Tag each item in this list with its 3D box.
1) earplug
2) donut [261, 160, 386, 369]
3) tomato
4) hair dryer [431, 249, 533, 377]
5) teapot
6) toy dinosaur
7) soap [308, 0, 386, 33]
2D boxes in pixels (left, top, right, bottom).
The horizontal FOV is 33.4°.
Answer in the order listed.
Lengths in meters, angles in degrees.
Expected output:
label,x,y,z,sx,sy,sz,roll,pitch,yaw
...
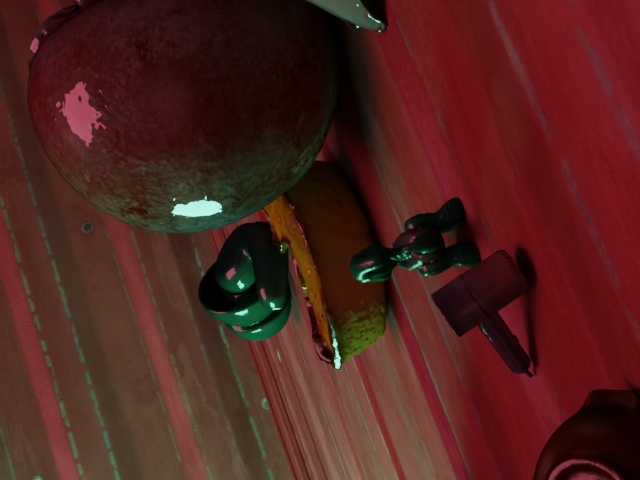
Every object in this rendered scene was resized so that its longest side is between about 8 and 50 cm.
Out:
label,x,y,z,sx,sy,sz,roll,pitch,yaw
earplug,-0.105,0.080,1.863,0.257,0.164,0.280,16,147,33
donut,0.002,0.003,1.206,0.152,0.101,0.259,100,151,-67
tomato,-0.135,-0.161,1.074,0.283,0.316,0.316,59,175,-21
hair dryer,0.135,0.063,0.783,0.114,0.063,0.037,53,-173,-31
teapot,0.179,0.155,0.642,0.098,0.078,0.129,-8,91,39
toy dinosaur,0.073,0.009,0.864,0.132,0.096,0.059,132,119,-81
soap,-0.101,-0.286,0.837,0.159,0.257,0.302,158,94,-78
